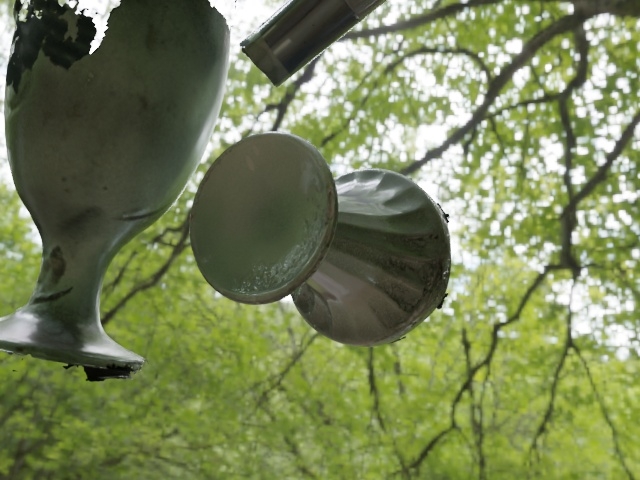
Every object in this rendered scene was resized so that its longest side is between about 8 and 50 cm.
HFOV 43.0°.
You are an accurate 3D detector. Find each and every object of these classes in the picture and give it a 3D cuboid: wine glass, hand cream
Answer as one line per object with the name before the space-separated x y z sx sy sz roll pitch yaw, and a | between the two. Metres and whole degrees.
wine glass | 0.000 0.000 0.664 0.165 0.165 0.196 -11 -17 30
hand cream | 0.043 -0.227 0.674 0.255 0.048 0.079 -38 -35 9
wine glass | -0.193 -0.062 0.703 0.190 0.357 0.190 11 -5 1
